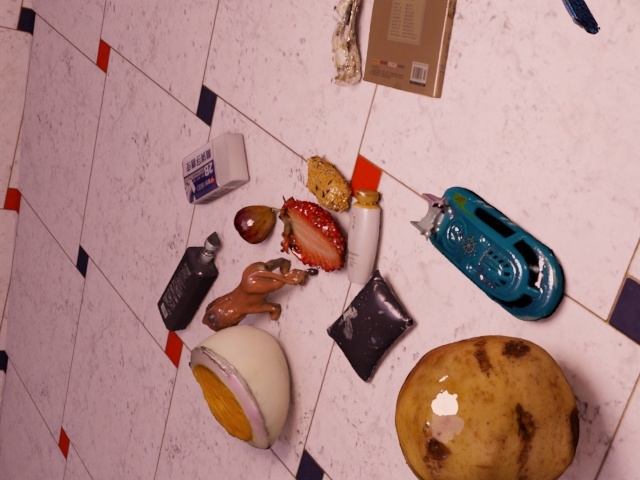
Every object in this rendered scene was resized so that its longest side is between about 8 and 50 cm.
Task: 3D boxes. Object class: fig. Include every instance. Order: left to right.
[{"bbox_3d":[-0.132,-0.051,2.148,0.125,0.089,0.089,-35,61,21],"label":"fig"}]

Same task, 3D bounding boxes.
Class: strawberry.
[{"bbox_3d":[0.003,-0.003,1.956,0.208,0.087,0.167,35,144,36],"label":"strawberry"}]

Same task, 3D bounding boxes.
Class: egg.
[{"bbox_3d":[-0.150,0.315,2.120,0.264,0.174,0.286,11,127,54],"label":"egg"}]

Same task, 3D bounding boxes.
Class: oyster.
[{"bbox_3d":[0.057,-0.410,1.889,0.106,0.061,0.200,-129,50,-63],"label":"oyster"}]

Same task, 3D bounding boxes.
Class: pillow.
[{"bbox_3d":[0.094,0.167,1.860,0.141,0.055,0.208,54,133,25],"label":"pillow"}]

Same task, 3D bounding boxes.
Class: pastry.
[{"bbox_3d":[0.013,-0.116,1.949,0.140,0.056,0.080,40,124,48],"label":"pastry"}]

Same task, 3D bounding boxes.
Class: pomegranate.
[{"bbox_3d":[0.254,0.274,1.468,0.281,0.281,0.281,5,96,54],"label":"pomegranate"}]

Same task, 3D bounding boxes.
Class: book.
[{"bbox_3d":[0.167,-0.430,1.746,0.217,0.021,0.310,27,113,51],"label":"book"}]

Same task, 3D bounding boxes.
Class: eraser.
[{"bbox_3d":[-0.254,-0.171,2.307,0.210,0.068,0.124,-22,72,52],"label":"eraser"}]

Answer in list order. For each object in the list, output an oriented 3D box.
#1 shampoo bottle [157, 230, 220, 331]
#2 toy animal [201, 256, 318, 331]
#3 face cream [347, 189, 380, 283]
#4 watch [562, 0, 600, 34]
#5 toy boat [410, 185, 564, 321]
[{"bbox_3d":[-0.327,0.100,2.421,0.309,0.071,0.098,-57,48,39],"label":"shampoo bottle"},{"bbox_3d":[-0.151,0.119,2.108,0.312,0.157,0.097,-49,55,45],"label":"toy animal"},{"bbox_3d":[0.083,-0.008,1.862,0.072,0.051,0.182,22,109,56],"label":"face cream"},{"bbox_3d":[0.369,-0.450,1.347,0.276,0.068,0.274,-51,48,7],"label":"watch"},{"bbox_3d":[0.268,0.024,1.579,0.299,0.092,0.134,44,123,44],"label":"toy boat"}]
